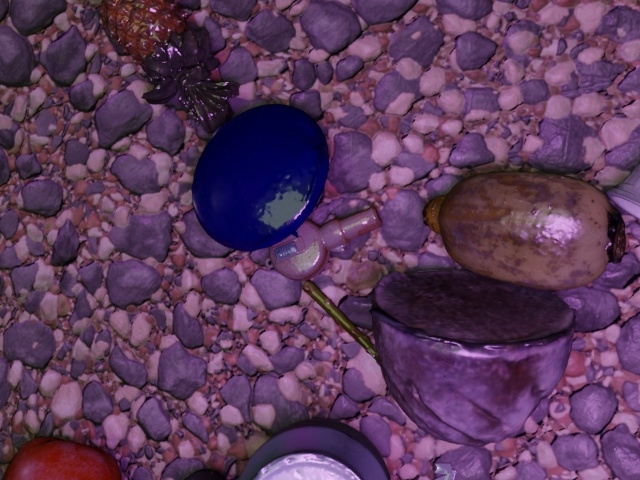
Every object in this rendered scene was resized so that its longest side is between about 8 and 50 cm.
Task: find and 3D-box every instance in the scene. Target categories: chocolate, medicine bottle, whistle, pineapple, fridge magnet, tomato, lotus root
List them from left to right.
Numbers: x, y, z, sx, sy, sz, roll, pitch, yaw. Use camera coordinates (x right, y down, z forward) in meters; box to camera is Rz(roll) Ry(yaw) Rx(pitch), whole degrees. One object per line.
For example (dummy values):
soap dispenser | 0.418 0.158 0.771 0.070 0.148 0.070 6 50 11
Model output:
tomato | -0.460 0.449 1.465 0.208 0.208 0.184 5 73 21
pineapple | -0.271 -0.330 1.494 0.170 0.141 0.310 -40 81 9
fridge magnet | -0.100 -0.106 1.399 0.265 0.112 0.266 -11 67 26
medicine bottle | -0.009 0.398 1.224 0.245 0.290 0.245 0 83 2
whistle | 0.000 0.000 1.403 0.220 0.057 0.107 -22 74 15
chocolate | 0.210 0.182 1.212 0.303 0.303 0.213 9 108 21
lotus root | 0.294 -0.017 1.249 0.309 0.173 0.173 7 89 28

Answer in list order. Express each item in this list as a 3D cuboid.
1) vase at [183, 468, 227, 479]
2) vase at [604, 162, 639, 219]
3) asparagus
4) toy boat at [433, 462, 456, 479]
vase | -0.154 0.450 1.408 0.182 0.120 0.120 -2 86 7
vase | 0.547 -0.156 1.171 0.143 0.143 0.299 34 95 19
asparagus | 0.057 0.158 1.389 0.248 0.024 0.025 46 145 17
toy boat | 0.177 0.435 1.318 0.105 0.034 0.149 -15 82 17
